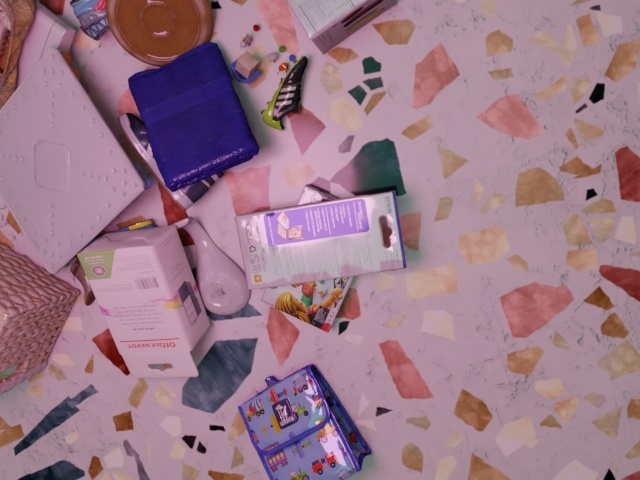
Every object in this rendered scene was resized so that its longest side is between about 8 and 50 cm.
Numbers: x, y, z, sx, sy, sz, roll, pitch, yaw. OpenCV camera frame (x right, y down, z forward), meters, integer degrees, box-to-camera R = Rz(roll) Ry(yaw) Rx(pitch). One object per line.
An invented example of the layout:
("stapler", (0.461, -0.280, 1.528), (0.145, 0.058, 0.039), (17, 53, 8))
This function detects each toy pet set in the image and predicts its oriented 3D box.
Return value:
("toy pet set", (-0.143, -0.413, 1.346), (0.122, 0.065, 0.114), (40, 67, -2))

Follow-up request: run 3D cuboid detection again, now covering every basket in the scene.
("basket", (-0.833, 0.175, 1.392), (0.331, 0.328, 0.266), (30, 97, 3))

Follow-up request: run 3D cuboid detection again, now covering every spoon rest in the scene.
("spoon rest", (-0.271, 0.062, 1.425), (0.137, 0.084, 0.276), (-21, 108, 12))

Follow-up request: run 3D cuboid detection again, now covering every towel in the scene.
("towel", (-0.284, -0.278, 1.309), (0.228, 0.076, 0.308), (-23, 71, 1))

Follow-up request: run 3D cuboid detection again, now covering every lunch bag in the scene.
("lunch bag", (-0.051, 0.462, 1.435), (0.221, 0.138, 0.293), (-33, 80, 13))

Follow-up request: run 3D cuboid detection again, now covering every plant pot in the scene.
("plant pot", (-0.363, -0.499, 1.306), (0.236, 0.032, 0.236), (-4, 128, -5))

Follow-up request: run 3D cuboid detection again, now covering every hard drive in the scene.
("hard drive", (-0.776, -0.508, 1.391), (0.353, 0.047, 0.233), (37, 117, 2))

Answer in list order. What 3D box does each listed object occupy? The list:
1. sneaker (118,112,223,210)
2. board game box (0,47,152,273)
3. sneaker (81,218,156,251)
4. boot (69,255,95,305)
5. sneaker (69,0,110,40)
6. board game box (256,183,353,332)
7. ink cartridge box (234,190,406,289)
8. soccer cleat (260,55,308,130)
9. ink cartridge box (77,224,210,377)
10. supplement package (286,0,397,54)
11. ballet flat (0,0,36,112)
("sneaker", (-0.345, -0.222, 1.375), (0.153, 0.099, 0.282), (-38, 81, -1))
("board game box", (-0.620, -0.178, 1.378), (0.390, 0.050, 0.390), (-36, 85, 26))
("sneaker", (-0.499, 0.013, 1.445), (0.209, 0.069, 0.082), (-17, 98, 10))
("boot", (-0.606, 0.098, 1.491), (0.087, 0.042, 0.118), (30, 100, 9))
("sneaker", (-0.434, -0.536, 1.354), (0.262, 0.104, 0.125), (-11, 125, 3))
("board game box", (-0.006, 0.043, 1.385), (0.193, 0.053, 0.305), (24, 101, 5))
("ink cartridge box", (0.000, 0.000, 1.318), (0.371, 0.069, 0.175), (-8, 96, 13))
("soccer cleat", (-0.069, -0.338, 1.340), (0.072, 0.060, 0.179), (32, 108, -7))
("ink cartridge box", (-0.403, 0.154, 1.390), (0.207, 0.119, 0.353), (-5, 114, 18))
("supplement package", (0.039, -0.524, 1.222), (0.203, 0.194, 0.149), (-32, 94, 12))
("ballet flat", (-0.756, -0.424, 1.329), (0.123, 0.123, 0.348), (36, 117, 2))
